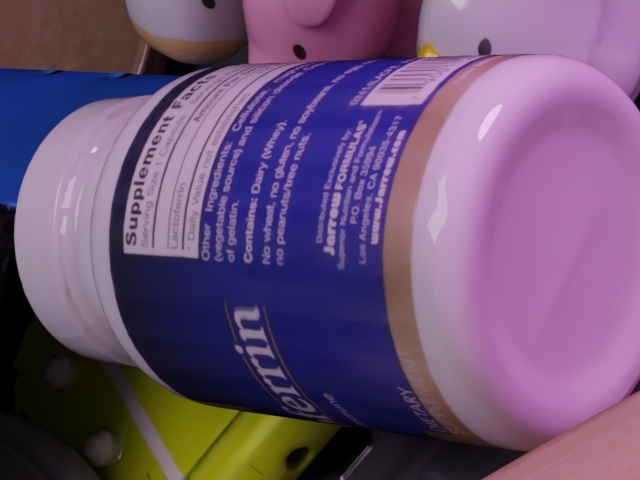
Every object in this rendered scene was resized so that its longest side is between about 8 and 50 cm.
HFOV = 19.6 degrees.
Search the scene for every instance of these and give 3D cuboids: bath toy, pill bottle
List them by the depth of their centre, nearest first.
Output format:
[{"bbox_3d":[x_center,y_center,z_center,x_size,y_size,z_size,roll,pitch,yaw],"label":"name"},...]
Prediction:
[{"bbox_3d":[0.000,0.000,0.783,0.265,0.153,0.153,3,75,43],"label":"pill bottle"},{"bbox_3d":[0.004,-0.134,0.907,0.348,0.129,0.151,31,82,45],"label":"bath toy"}]

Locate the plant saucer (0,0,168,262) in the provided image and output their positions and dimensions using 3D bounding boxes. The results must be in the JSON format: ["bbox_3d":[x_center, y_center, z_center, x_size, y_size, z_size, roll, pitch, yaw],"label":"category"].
[{"bbox_3d":[-0.186,-0.106,1.150,0.278,0.041,0.277,-20,60,38],"label":"plant saucer"}]

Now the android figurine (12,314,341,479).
[{"bbox_3d":[-0.074,0.048,0.968,0.273,0.056,0.248,-48,47,15],"label":"android figurine"}]

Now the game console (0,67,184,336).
[{"bbox_3d":[-0.200,0.024,0.997,0.293,0.173,0.250,8,92,47],"label":"game console"}]

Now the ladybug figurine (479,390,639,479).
[{"bbox_3d":[0.104,0.142,0.591,0.449,0.305,0.162,-30,79,6],"label":"ladybug figurine"}]

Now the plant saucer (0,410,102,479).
[{"bbox_3d":[-0.230,0.280,0.943,0.400,0.100,0.400,-12,73,43],"label":"plant saucer"}]
